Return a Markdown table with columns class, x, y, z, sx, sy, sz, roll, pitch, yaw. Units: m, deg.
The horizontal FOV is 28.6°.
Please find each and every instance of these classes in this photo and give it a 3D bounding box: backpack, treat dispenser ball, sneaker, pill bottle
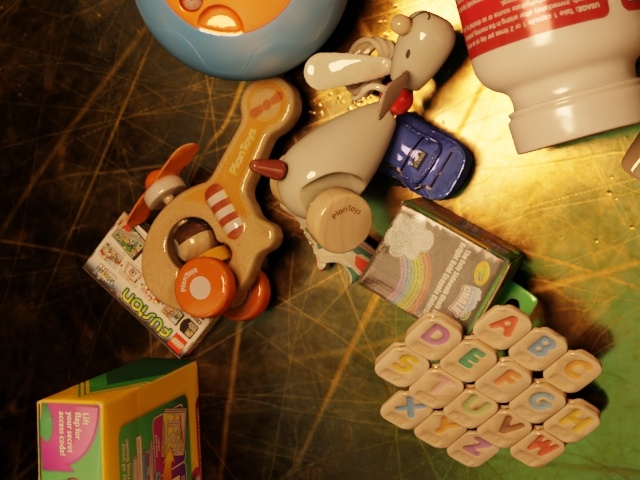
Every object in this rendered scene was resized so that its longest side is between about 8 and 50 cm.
| class | x | y | z | sx | sy | sz | roll | pitch | yaw |
| --- | --- | --- | --- | --- | --- | --- | --- | --- | --- |
| backpack | 0.136 | -0.106 | 1.679 | 0.120 | 0.101 | 0.098 | 33 | 105 | 10 |
| treat dispenser ball | -0.103 | -0.352 | 1.634 | 0.288 | 0.288 | 0.288 | 2 | 96 | 18 |
| sneaker | 0.000 | 0.000 | 1.756 | 0.161 | 0.057 | 0.075 | 31 | 98 | 10 |
| pill bottle | 0.277 | -0.323 | 1.545 | 0.229 | 0.229 | 0.407 | -14 | 90 | 19 |

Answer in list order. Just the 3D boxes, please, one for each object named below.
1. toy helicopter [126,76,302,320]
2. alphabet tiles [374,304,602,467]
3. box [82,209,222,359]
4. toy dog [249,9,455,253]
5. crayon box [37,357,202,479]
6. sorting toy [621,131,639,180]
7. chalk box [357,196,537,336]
| class | x | y | z | sx | sy | sz | roll | pitch | yaw |
| --- | --- | --- | --- | --- | --- | --- | --- | --- | --- |
| toy helicopter | -0.142 | -0.071 | 1.742 | 0.235 | 0.140 | 0.355 | 29 | 97 | 23 |
| alphabet tiles | 0.217 | 0.199 | 1.636 | 0.284 | 0.021 | 0.278 | 32 | 129 | -14 |
| box | -0.242 | 0.064 | 1.852 | 0.207 | 0.036 | 0.114 | 42 | 106 | 10 |
| toy dog | 0.024 | -0.157 | 1.597 | 0.220 | 0.161 | 0.333 | 7 | 74 | 50 |
| crayon box | -0.271 | 0.368 | 1.745 | 0.106 | 0.313 | 0.362 | 1 | 95 | 18 |
| sorting toy | 0.518 | -0.119 | 1.589 | 0.208 | 0.038 | 0.193 | 36 | 105 | 16 |
| chalk box | 0.183 | 0.049 | 1.663 | 0.213 | 0.132 | 0.132 | 31 | 103 | 12 |
